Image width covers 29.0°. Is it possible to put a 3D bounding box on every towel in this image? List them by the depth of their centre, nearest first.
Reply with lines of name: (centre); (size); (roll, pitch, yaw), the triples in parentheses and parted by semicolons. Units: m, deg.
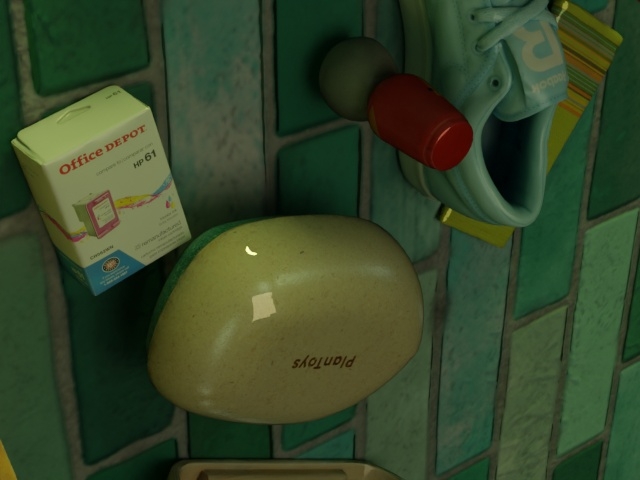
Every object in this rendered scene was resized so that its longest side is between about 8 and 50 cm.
towel: (0.198, -0.110, 1.177); (0.102, 0.021, 0.237); (21, 101, -41)

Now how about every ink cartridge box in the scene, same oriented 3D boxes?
ink cartridge box: (-0.155, -0.036, 0.885); (0.088, 0.052, 0.122); (-33, 131, -22)

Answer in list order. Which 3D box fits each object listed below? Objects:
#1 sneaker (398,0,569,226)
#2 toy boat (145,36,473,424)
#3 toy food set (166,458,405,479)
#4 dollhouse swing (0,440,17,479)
sneaker: (0.149, -0.175, 0.996); (0.135, 0.150, 0.366); (-28, 130, -27)
toy boat: (0.000, 0.000, 0.993); (0.267, 0.148, 0.318); (11, 113, -47)
toy food set: (-0.057, 0.322, 1.160); (0.306, 0.092, 0.219); (11, 107, -44)
dollhouse swing: (-0.351, 0.152, 0.646); (0.315, 0.305, 0.347); (-30, 132, -25)
